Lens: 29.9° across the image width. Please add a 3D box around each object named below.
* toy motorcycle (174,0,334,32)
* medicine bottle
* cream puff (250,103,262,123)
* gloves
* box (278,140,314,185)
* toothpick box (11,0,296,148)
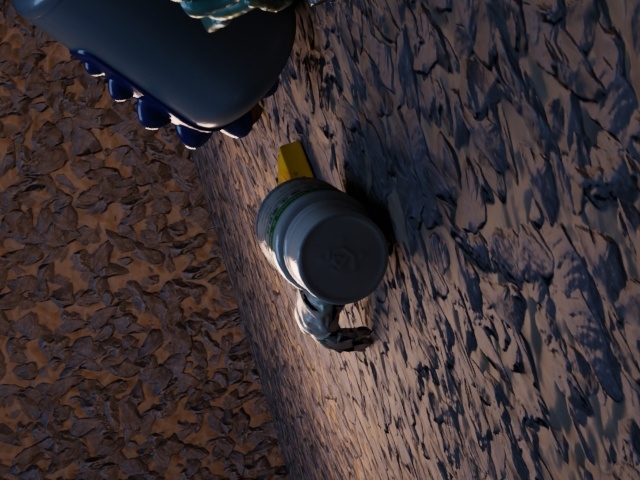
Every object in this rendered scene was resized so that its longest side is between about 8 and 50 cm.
[{"bbox_3d":[-0.074,-0.283,1.254,0.296,0.198,0.109,140,106,-81],"label":"toy motorcycle"},{"bbox_3d":[0.000,0.000,1.538,0.237,0.139,0.139,-135,28,-73],"label":"medicine bottle"},{"bbox_3d":[-0.157,-0.233,2.052,0.122,0.116,0.094,58,-161,-60],"label":"cream puff"},{"bbox_3d":[0.010,0.103,1.789,0.212,0.111,0.128,92,153,-45],"label":"gloves"},{"bbox_3d":[-0.028,-0.033,1.920,0.269,0.043,0.152,94,156,-68],"label":"box"},{"bbox_3d":[-0.192,-0.279,1.529,0.354,0.263,0.263,35,-169,-31],"label":"toothpick box"}]
